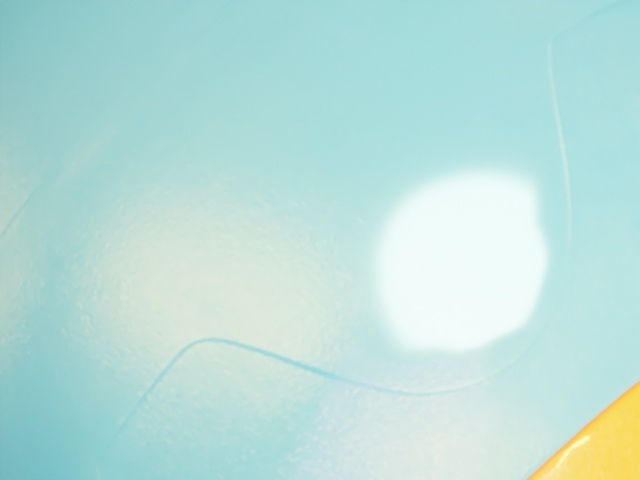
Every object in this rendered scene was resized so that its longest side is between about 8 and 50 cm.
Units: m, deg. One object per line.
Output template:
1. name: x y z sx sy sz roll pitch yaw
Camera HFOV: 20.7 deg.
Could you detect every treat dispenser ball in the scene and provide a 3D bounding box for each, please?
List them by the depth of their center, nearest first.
1. treat dispenser ball: 0.000 0.000 0.509 0.288 0.288 0.288 -8 134 -8
